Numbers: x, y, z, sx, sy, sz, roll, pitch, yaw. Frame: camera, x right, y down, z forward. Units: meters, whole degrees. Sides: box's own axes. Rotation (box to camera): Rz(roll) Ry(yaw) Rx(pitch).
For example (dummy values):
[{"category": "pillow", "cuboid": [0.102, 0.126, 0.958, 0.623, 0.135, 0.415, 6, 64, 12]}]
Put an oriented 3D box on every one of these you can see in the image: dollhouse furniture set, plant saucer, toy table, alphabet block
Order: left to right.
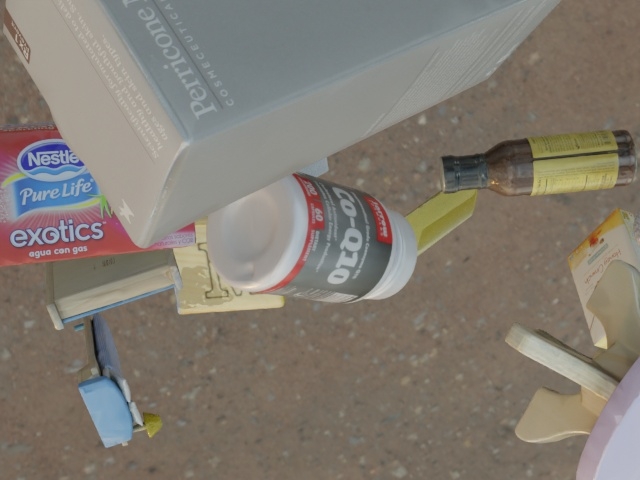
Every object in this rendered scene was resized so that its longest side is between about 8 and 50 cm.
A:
[{"category": "dollhouse furniture set", "cuboid": [-0.314, 0.136, 1.449, 0.198, 0.286, 0.303, -17, 123, -9]}, {"category": "alphabet block", "cuboid": [-0.168, 0.010, 1.615, 0.197, 0.192, 0.193, -4, 113, 3]}, {"category": "plant saucer", "cuboid": [0.161, 0.008, 1.783, 0.332, 0.081, 0.333, -34, 177, -26]}, {"category": "toy table", "cuboid": [0.349, 0.163, 1.014, 0.252, 0.161, 0.274, 33, 95, -41]}]

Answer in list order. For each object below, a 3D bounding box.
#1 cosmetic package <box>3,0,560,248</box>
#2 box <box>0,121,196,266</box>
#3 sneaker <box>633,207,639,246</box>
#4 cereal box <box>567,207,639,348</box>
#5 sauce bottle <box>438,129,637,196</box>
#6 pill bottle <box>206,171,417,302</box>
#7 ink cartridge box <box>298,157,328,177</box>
[{"category": "cosmetic package", "cuboid": [-0.009, -0.110, 0.399, 0.238, 0.127, 0.107, -30, 171, -34]}, {"category": "box", "cuboid": [-0.258, -0.050, 0.822, 0.256, 0.128, 0.123, -6, 102, -20]}, {"category": "sneaker", "cuboid": [0.684, 0.013, 1.323, 0.365, 0.137, 0.210, -2, 148, 29]}, {"category": "cereal box", "cuboid": [0.593, 0.076, 1.747, 0.047, 0.240, 0.173, 18, 132, -20]}, {"category": "sauce bottle", "cuboid": [0.391, -0.138, 1.581, 0.344, 0.111, 0.111, -4, 130, 2]}, {"category": "pill bottle", "cuboid": [0.000, 0.000, 1.155, 0.283, 0.161, 0.161, 11, 121, -51]}, {"category": "ink cartridge box", "cuboid": [-0.197, -0.077, 1.313, 0.324, 0.330, 0.071, -6, 104, 27]}]
